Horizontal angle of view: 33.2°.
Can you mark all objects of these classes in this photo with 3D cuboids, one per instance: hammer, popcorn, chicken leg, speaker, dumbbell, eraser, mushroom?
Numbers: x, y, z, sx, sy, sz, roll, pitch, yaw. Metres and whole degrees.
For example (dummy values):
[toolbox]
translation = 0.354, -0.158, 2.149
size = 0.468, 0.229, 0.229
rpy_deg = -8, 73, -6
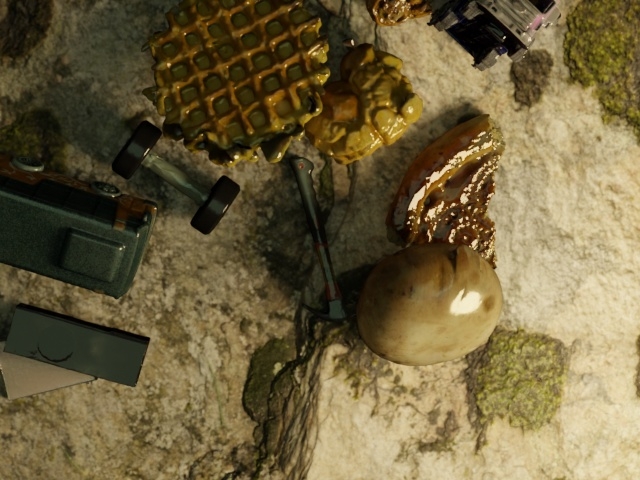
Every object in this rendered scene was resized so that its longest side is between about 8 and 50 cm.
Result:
[hammer]
translation = 0.000, 0.000, 1.789
size = 0.111, 0.033, 0.287
rpy_deg = -14, 97, -6
[popcorn]
translation = 0.076, -0.209, 1.725
size = 0.163, 0.140, 0.194
rpy_deg = 27, 82, 5
[chicken leg]
translation = 0.160, -0.429, 1.733
size = 0.207, 0.101, 0.085
rpy_deg = -45, 130, -9
[speaker]
translation = -0.391, 0.167, 1.733
size = 0.218, 0.044, 0.082
rpy_deg = 17, 93, -8
[dumbbell]
translation = -0.231, -0.100, 1.717
size = 0.191, 0.100, 0.100
rpy_deg = 36, 91, -8
[eraser]
translation = -0.450, 0.198, 1.764
size = 0.150, 0.023, 0.104
rpy_deg = -13, 97, -5
[mushroom]
translation = 0.175, 0.097, 1.731
size = 0.255, 0.184, 0.255
rpy_deg = -3, 129, -4

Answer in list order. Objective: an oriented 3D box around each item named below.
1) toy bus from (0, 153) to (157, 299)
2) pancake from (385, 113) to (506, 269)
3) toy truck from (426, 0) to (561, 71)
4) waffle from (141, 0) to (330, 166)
[toy bus]
translation = -0.402, -0.023, 1.660
size = 0.275, 0.167, 0.138
rpy_deg = 18, 110, -9
[pancake]
translation = 0.239, -0.053, 1.797
size = 0.266, 0.057, 0.244
rpy_deg = -36, 99, -1
[toy truck]
translation = 0.280, -0.364, 1.662
size = 0.124, 0.268, 0.155
rpy_deg = 41, 89, -10
[waffle]
translation = -0.132, -0.261, 1.681
size = 0.329, 0.062, 0.329
rpy_deg = -1, 80, 5
